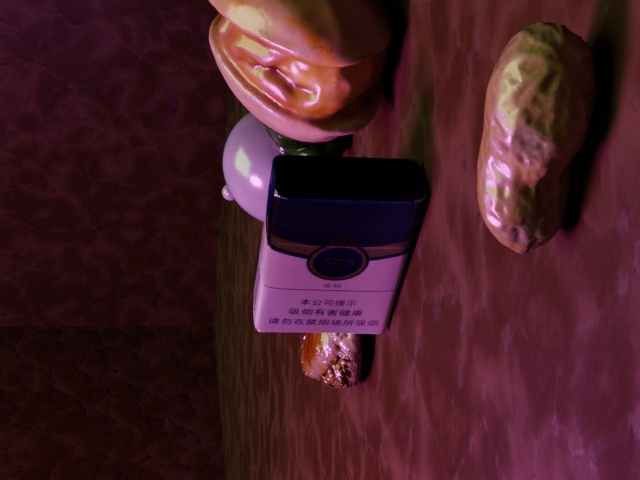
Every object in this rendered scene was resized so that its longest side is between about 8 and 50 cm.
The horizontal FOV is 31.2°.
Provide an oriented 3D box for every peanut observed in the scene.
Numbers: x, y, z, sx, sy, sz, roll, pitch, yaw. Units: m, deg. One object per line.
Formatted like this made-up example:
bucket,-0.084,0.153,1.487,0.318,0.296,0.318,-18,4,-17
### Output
peanut,0.149,-0.067,0.803,0.080,0.080,0.174,-104,14,-55

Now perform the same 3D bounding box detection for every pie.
pie,0.020,0.120,1.558,0.193,0.079,0.163,121,157,-76

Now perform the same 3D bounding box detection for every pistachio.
pistachio,-0.026,-0.264,1.432,0.308,0.230,0.229,-123,31,-42

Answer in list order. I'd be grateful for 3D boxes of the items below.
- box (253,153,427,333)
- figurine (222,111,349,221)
box,0.015,0.010,1.311,0.259,0.168,0.071,101,168,-52
figurine,-0.044,-0.147,1.703,0.370,0.167,0.281,127,139,-60
